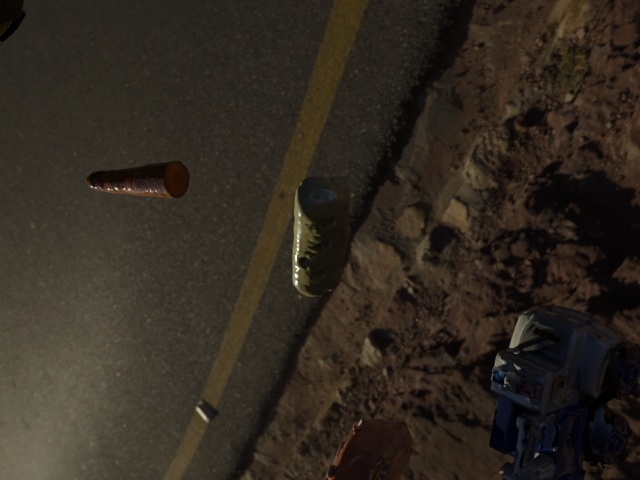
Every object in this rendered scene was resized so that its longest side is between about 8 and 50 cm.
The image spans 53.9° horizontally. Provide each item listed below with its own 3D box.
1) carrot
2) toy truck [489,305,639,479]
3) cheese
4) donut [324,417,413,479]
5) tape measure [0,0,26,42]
[{"bbox_3d":[-0.319,-0.101,1.060,0.210,0.061,0.061,2,117,29],"label":"carrot"},{"bbox_3d":[0.282,0.193,0.785,0.161,0.177,0.213,18,106,50],"label":"toy truck"},{"bbox_3d":[0.000,0.000,0.725,0.194,0.065,0.043,93,163,-53],"label":"cheese"},{"bbox_3d":[0.057,0.358,0.872,0.085,0.199,0.232,14,82,22],"label":"donut"},{"bbox_3d":[-0.414,-0.284,0.665,0.112,0.186,0.199,37,125,24],"label":"tape measure"}]
